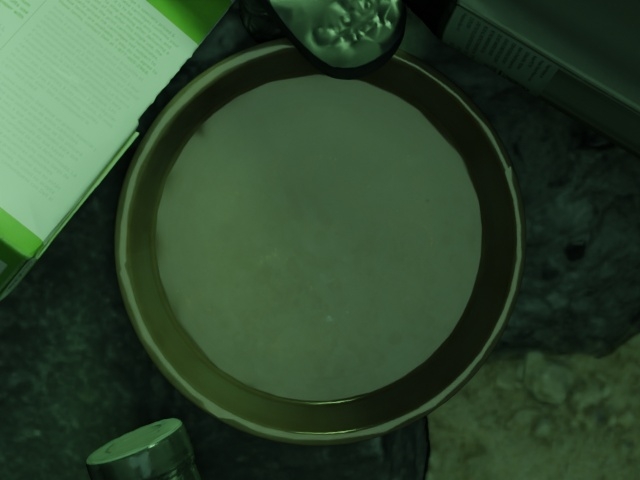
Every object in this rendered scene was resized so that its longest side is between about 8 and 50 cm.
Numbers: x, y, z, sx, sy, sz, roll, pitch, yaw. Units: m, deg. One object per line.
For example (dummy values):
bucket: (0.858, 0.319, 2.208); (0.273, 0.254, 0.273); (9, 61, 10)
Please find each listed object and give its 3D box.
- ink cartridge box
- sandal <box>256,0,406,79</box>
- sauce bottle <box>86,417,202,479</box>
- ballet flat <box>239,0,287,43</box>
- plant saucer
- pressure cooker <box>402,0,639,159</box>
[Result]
ink cartridge box: (-0.201, -0.115, 1.040); (0.189, 0.097, 0.255); (39, 56, -8)
sandal: (-0.046, -0.208, 1.029); (0.254, 0.054, 0.097); (38, 80, 10)
sauce bottle: (-0.062, 0.289, 1.077); (0.111, 0.111, 0.344); (-23, 96, -4)
ballet flat: (0.021, -0.189, 1.081); (0.173, 0.049, 0.057); (-28, 70, -8)
plant saucer: (0.000, 0.000, 1.091); (0.278, 0.041, 0.278); (-1, 95, -7)
pressure cooker: (0.298, -0.184, 0.925); (0.420, 0.370, 0.375); (32, 124, 3)
